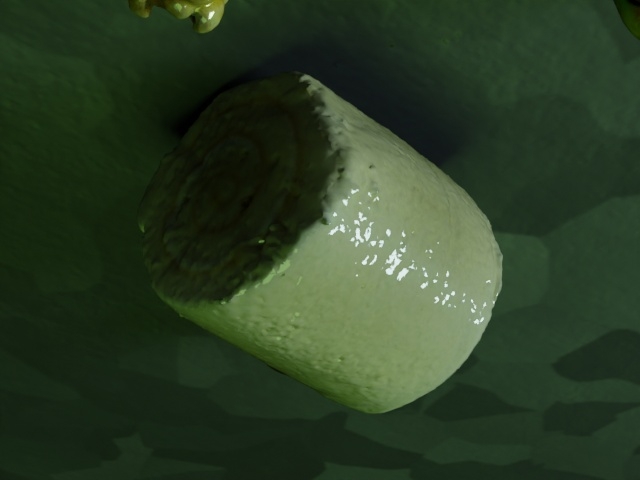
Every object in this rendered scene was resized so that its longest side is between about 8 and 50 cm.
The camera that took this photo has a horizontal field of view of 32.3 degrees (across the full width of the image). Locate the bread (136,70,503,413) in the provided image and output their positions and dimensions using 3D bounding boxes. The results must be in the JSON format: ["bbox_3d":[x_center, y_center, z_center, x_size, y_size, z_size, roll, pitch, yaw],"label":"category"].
[{"bbox_3d":[0.000,0.000,0.570,0.141,0.148,0.134,33,97,-37],"label":"bread"}]

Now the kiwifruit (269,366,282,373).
[{"bbox_3d":[0.013,0.047,0.698,0.124,0.075,0.075,-23,138,24],"label":"kiwifruit"}]

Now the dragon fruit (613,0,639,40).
[{"bbox_3d":[0.179,-0.132,0.433,0.142,0.175,0.138,-49,138,10],"label":"dragon fruit"}]

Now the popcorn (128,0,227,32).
[{"bbox_3d":[-0.066,-0.129,0.470,0.082,0.057,0.083,17,143,-19],"label":"popcorn"}]
